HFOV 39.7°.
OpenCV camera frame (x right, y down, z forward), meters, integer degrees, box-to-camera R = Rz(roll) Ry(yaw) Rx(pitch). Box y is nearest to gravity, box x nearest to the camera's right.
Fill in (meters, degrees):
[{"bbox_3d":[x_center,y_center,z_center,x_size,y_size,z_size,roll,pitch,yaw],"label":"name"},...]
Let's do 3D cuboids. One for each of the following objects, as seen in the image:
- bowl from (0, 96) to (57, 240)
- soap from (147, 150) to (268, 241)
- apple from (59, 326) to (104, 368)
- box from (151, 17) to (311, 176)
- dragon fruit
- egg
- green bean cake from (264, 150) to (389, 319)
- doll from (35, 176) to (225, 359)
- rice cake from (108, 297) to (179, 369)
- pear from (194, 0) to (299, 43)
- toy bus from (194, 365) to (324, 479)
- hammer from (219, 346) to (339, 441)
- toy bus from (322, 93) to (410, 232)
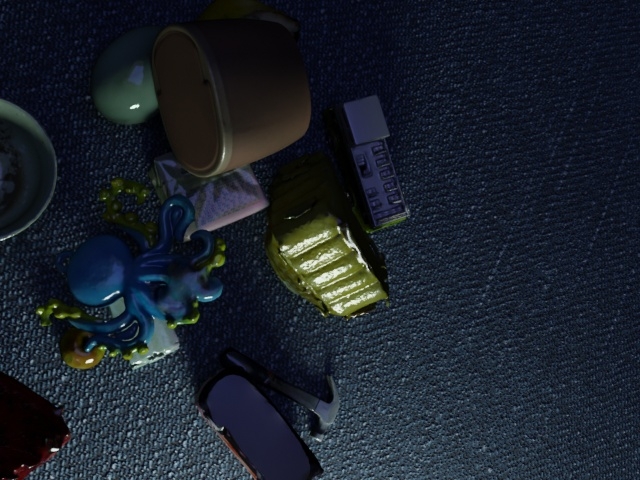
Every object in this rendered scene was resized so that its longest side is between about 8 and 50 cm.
[{"bbox_3d":[-0.658,-0.125,1.697,0.289,0.146,0.289,3,81,-21],"label":"bowl"},{"bbox_3d":[-0.237,-0.112,1.856,0.199,0.138,0.182,-24,91,-21],"label":"soap"},{"bbox_3d":[-0.472,0.211,1.763,0.090,0.074,0.089,4,80,-21],"label":"apple"},{"bbox_3d":[-0.167,-0.286,1.693,0.216,0.301,0.301,-20,91,-29],"label":"box"},{"bbox_3d":[-0.680,0.351,1.640,0.329,0.228,0.286,46,35,9],"label":"dragon fruit"},{"bbox_3d":[-0.370,-0.340,1.818,0.168,0.168,0.231,41,73,-11],"label":"egg"},{"bbox_3d":[0.000,0.000,1.894,0.202,0.285,0.310,-26,120,13],"label":"green bean cake"},{"bbox_3d":[-0.358,0.063,1.745,0.341,0.099,0.346,14,82,3],"label":"doll"},{"bbox_3d":[-0.372,0.148,1.827,0.124,0.038,0.211,-25,93,-22],"label":"rice cake"},{"bbox_3d":[-0.190,-0.441,1.903,0.267,0.267,0.178,-25,66,-21],"label":"pear"},{"bbox_3d":[-0.135,0.397,1.826,0.127,0.147,0.302,-41,96,-19],"label":"toy bus"},{"bbox_3d":[-0.086,0.307,1.914,0.290,0.037,0.137,32,74,-14],"label":"hammer"},{"bbox_3d":[0.106,-0.173,1.990,0.113,0.139,0.301,-19,92,-19],"label":"toy bus"}]
